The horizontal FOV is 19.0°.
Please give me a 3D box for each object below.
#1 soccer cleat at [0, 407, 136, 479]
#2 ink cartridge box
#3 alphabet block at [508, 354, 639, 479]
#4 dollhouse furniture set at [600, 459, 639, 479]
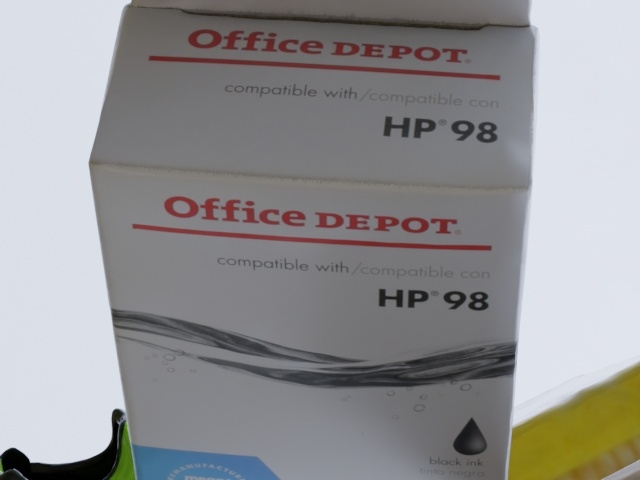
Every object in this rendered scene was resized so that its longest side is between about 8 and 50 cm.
[{"bbox_3d":[-0.144,0.138,0.849,0.179,0.072,0.060,-31,-157,-2],"label":"soccer cleat"},{"bbox_3d":[0.000,0.000,0.484,0.104,0.180,0.060,3,-132,5],"label":"ink cartridge box"},{"bbox_3d":[0.110,0.172,0.851,0.192,0.197,0.193,-27,-95,-9],"label":"alphabet block"},{"bbox_3d":[0.079,0.082,0.329,0.174,0.303,0.355,57,-20,24],"label":"dollhouse furniture set"}]
